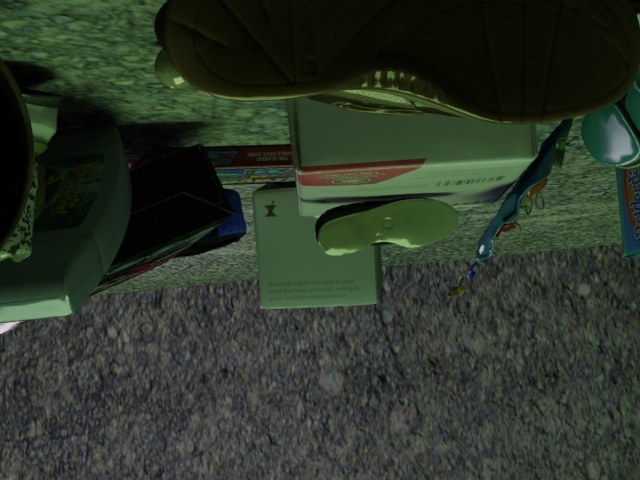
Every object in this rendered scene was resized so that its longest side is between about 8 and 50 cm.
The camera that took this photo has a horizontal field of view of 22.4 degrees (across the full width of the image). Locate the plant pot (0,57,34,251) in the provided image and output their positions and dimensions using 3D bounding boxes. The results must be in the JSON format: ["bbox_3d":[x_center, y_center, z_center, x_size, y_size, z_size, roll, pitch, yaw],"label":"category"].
[{"bbox_3d":[-0.329,-0.074,1.183,0.215,0.215,0.230,-3,-171,-15],"label":"plant pot"}]

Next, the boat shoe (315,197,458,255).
[{"bbox_3d":[0.060,-0.018,1.491,0.133,0.049,0.042,-9,-158,-5],"label":"boat shoe"}]

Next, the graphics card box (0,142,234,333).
[{"bbox_3d":[-0.253,0.005,1.808,0.232,0.094,0.371,-23,178,-20],"label":"graphics card box"}]

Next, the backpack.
[{"bbox_3d":[-0.156,-0.032,2.052,0.120,0.101,0.098,-8,180,-37],"label":"backpack"}]

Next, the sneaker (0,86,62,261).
[{"bbox_3d":[-0.421,-0.037,1.413,0.410,0.182,0.158,-5,174,17],"label":"sneaker"}]

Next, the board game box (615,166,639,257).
[{"bbox_3d":[0.422,-0.071,1.812,0.047,0.160,0.210,-1,174,-35],"label":"board game box"}]

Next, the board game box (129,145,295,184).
[{"bbox_3d":[-0.078,-0.088,1.926,0.281,0.027,0.145,-3,175,-16],"label":"board game box"}]

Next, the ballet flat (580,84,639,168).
[{"bbox_3d":[0.335,-0.130,1.616,0.086,0.086,0.248,-3,173,-9],"label":"ballet flat"}]

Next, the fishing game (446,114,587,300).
[{"bbox_3d":[0.207,-0.052,1.546,0.041,0.264,0.189,33,174,2],"label":"fishing game"}]

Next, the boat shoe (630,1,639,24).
[{"bbox_3d":[0.293,-0.158,1.308,0.207,0.073,0.073,-4,175,8],"label":"boat shoe"}]

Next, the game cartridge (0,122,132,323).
[{"bbox_3d":[-0.283,-0.022,1.549,0.196,0.060,0.294,-4,-148,5],"label":"game cartridge"}]

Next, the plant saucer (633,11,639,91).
[{"bbox_3d":[0.323,-0.168,1.236,0.192,0.067,0.018,-14,-153,27],"label":"plant saucer"}]

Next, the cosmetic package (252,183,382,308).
[{"bbox_3d":[0.000,0.000,2.075,0.151,0.151,0.184,-3,-174,5],"label":"cosmetic package"}]

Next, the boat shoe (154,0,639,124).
[{"bbox_3d":[0.052,-0.143,1.129,0.342,0.123,0.123,-3,-172,-16],"label":"boat shoe"}]

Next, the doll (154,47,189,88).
[{"bbox_3d":[-0.055,-0.148,1.273,0.189,0.046,0.129,-9,171,37],"label":"doll"}]

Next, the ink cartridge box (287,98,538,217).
[{"bbox_3d":[0.075,-0.100,1.480,0.207,0.117,0.283,-4,174,-1],"label":"ink cartridge box"}]
